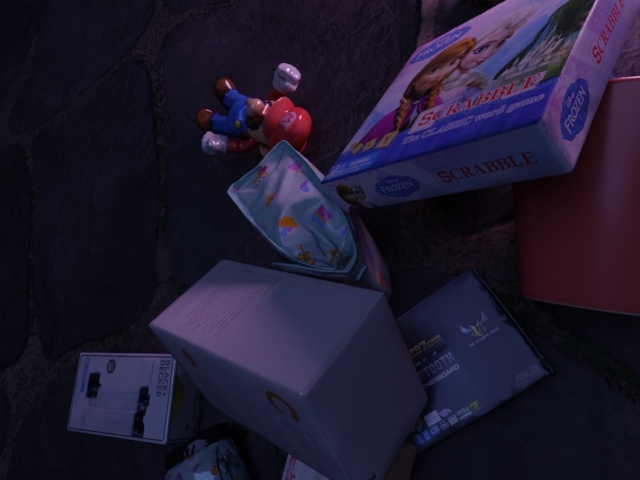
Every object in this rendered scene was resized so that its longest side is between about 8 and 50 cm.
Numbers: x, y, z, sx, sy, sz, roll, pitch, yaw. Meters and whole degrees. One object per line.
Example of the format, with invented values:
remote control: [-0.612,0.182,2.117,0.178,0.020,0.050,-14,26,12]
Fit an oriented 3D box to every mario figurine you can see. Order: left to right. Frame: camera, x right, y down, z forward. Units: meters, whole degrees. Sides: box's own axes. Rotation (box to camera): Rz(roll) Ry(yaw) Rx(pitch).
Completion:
mario figurine: [-0.153,-0.273,0.960,0.321,0.170,0.197,26,122,40]

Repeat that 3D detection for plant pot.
plant pot: [0.364,-0.035,0.565,0.275,0.275,0.242,7,88,30]

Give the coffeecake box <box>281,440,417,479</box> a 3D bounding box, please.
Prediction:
coffeecake box: [0.037,0.343,0.691,0.186,0.068,0.142,11,84,47]

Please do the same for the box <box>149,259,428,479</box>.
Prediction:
box: [-0.055,0.176,0.669,0.346,0.214,0.168,8,43,44]

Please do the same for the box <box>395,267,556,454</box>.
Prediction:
box: [0.195,0.181,0.693,0.233,0.059,0.183,-37,59,14]

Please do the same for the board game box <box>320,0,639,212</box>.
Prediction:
board game box: [0.186,-0.186,0.571,0.319,0.066,0.317,-7,44,54]

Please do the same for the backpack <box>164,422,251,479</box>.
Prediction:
backpack: [-0.190,0.433,0.792,0.152,0.115,0.181,-36,63,11]

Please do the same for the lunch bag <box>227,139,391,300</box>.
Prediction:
lunch bag: [0.000,0.000,0.759,0.160,0.223,0.262,-42,59,0]

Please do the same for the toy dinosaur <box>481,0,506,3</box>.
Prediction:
toy dinosaur: [0.331,-0.483,0.835,0.268,0.064,0.118,39,101,30]

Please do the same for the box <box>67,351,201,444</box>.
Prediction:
box: [-0.384,0.318,0.951,0.290,0.087,0.168,-5,72,27]

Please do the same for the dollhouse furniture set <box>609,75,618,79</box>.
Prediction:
dollhouse furniture set: [0.361,-0.236,0.717,0.184,0.129,0.129,21,84,8]
